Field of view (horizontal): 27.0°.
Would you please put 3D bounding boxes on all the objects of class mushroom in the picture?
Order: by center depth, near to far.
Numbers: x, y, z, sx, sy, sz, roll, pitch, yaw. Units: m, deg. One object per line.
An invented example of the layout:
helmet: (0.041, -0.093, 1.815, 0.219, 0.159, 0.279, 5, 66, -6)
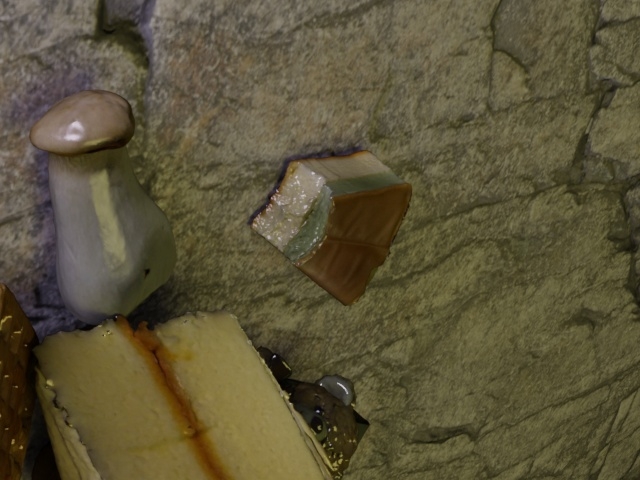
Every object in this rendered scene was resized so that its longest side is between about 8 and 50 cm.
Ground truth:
mushroom: (-0.241, -0.041, 1.491, 0.329, 0.122, 0.159, 88, 16, -47)

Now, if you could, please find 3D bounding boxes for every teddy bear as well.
teddy bear: (-0.067, 0.271, 1.877, 0.256, 0.156, 0.267, 10, 81, -12)

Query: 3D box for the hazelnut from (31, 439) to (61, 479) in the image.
hazelnut: (-0.260, 0.309, 1.713, 0.210, 0.210, 0.186, -61, -175, 17)

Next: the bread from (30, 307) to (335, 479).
bread: (-0.117, 0.265, 1.568, 0.345, 0.242, 0.405, -31, 131, -43)

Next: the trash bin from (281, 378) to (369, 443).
trash bin: (-0.055, 0.345, 2.060, 0.164, 0.122, 0.241, 19, 106, -54)

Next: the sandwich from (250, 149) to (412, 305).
sandwich: (0.000, 0.000, 1.793, 0.186, 0.108, 0.220, -12, 134, -42)

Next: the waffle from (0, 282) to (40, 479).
waffle: (-0.364, 0.177, 1.392, 0.328, 0.098, 0.224, 94, 5, -71)
